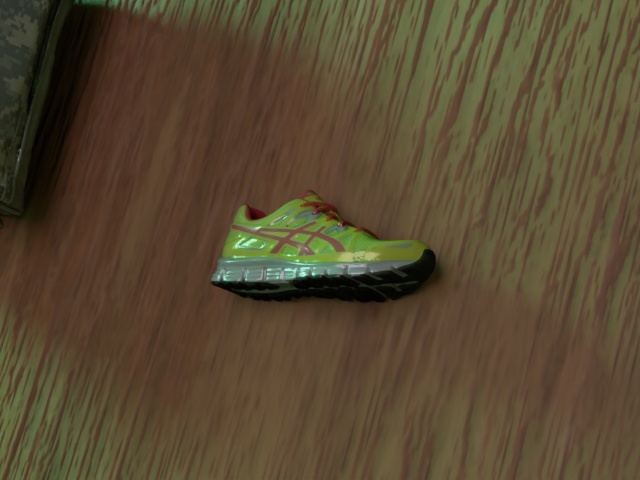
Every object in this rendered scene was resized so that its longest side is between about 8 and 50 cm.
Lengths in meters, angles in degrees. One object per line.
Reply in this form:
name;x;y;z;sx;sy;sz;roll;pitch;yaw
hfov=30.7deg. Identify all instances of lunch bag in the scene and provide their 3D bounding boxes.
lunch bag;-0.388;-0.176;1.184;0.256;0.212;0.305;9;79;12

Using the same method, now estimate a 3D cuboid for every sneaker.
sneaker;0.000;0.000;0.994;0.209;0.081;0.094;0;72;28
